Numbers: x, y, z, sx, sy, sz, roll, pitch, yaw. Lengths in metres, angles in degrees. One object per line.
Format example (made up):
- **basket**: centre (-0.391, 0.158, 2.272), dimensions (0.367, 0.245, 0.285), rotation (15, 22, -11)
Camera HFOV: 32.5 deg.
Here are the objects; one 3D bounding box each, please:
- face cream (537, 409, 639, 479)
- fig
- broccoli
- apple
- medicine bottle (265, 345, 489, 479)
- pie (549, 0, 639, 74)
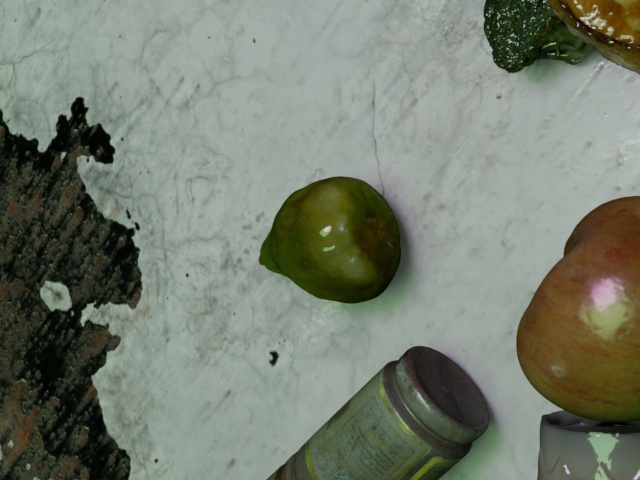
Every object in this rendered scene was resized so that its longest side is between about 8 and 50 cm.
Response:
- **face cream**: centre (0.331, 0.295, 1.228), dimensions (0.175, 0.175, 0.195), rotation (-1, 90, 34)
- **fig**: centre (0.017, -0.003, 1.467), dimensions (0.233, 0.167, 0.167), rotation (-164, 78, -70)
- **broccoli**: centre (0.264, -0.269, 1.293), dimensions (0.137, 0.146, 0.162), rotation (25, 124, -8)
- **apple**: centre (0.331, 0.081, 1.188), dimensions (0.194, 0.261, 0.261), rotation (27, 106, 18)
- **medicine bottle**: centre (0.062, 0.288, 1.426), dimensions (0.322, 0.151, 0.151), rotation (-47, 66, 25)
- **pie**: centre (0.394, -0.307, 1.175), dimensions (0.315, 0.092, 0.315), rotation (-1, 84, 5)
